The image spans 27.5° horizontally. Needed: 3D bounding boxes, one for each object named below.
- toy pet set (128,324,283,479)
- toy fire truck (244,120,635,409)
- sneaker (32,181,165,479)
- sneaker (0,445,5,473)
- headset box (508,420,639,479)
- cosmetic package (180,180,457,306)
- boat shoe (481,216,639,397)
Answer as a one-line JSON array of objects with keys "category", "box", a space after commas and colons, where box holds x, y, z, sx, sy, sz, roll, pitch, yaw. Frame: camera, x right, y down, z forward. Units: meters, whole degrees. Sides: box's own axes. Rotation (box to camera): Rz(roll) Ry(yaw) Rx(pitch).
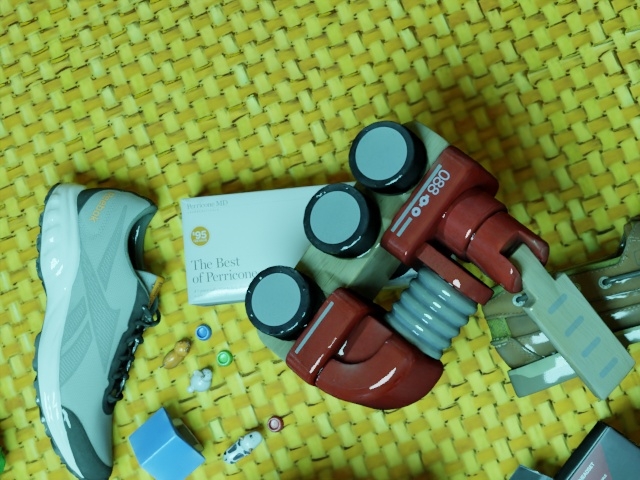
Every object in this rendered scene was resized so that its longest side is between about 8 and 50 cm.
[{"category": "toy pet set", "box": [-0.115, 0.154, 1.163, 0.114, 0.065, 0.122, -41, 81, 3]}, {"category": "toy fire truck", "box": [0.104, 0.058, 1.036, 0.246, 0.158, 0.217, 38, 94, 27]}, {"category": "sneaker", "box": [-0.194, 0.082, 1.166, 0.108, 0.100, 0.271, 0, 85, 3]}, {"category": "sneaker", "box": [-0.368, 0.191, 1.178, 0.146, 0.134, 0.343, -36, 90, -3]}, {"category": "headset box", "box": [0.261, 0.303, 1.072, 0.293, 0.110, 0.218, 36, 91, 9]}, {"category": "cosmetic package", "box": [0.000, 0.000, 1.162, 0.239, 0.060, 0.098, -6, 83, 8]}, {"category": "boat shoe", "box": [0.284, 0.027, 1.092, 0.307, 0.111, 0.104, -24, 83, 6]}]
